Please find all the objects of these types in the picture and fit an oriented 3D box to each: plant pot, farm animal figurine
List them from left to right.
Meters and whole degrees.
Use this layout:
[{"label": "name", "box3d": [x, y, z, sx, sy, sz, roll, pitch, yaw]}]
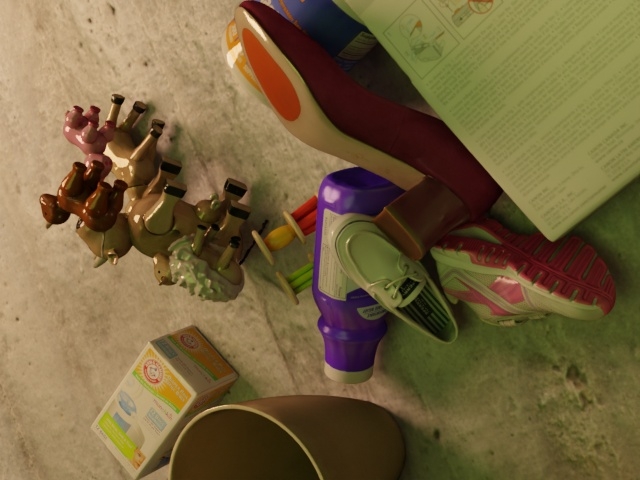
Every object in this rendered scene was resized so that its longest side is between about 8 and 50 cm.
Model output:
[{"label": "farm animal figurine", "box3d": [-0.243, -0.039, 1.802, 0.327, 0.330, 0.172, 26, 114, -5]}, {"label": "plant pot", "box3d": [-0.011, 0.303, 1.680, 0.256, 0.274, 0.256, 8, 103, 35]}]

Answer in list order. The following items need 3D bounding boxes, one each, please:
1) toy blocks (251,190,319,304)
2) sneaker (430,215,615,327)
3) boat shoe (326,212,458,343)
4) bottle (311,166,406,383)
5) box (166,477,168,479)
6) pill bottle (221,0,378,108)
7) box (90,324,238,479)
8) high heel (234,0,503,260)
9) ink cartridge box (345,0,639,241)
[{"label": "toy blocks", "box3d": [0.000, 0.000, 1.722, 0.148, 0.054, 0.123, -32, 114, -5]}, {"label": "sneaker", "box3d": [0.244, 0.051, 1.562, 0.252, 0.103, 0.111, 21, 136, 40]}, {"label": "boat shoe", "box3d": [0.101, 0.047, 1.599, 0.083, 0.226, 0.076, -50, 34, 2]}, {"label": "bottle", "box3d": [0.047, 0.048, 1.679, 0.092, 0.118, 0.283, 28, 121, 44]}, {"label": "box", "box3d": [-0.154, 0.427, 1.938, 0.201, 0.057, 0.293, 42, 120, 20]}, {"label": "pill bottle", "box3d": [0.012, -0.294, 1.607, 0.272, 0.152, 0.152, -41, 77, 34]}, {"label": "box", "box3d": [-0.232, 0.239, 1.919, 0.114, 0.103, 0.203, 47, 122, 16]}, {"label": "high heel", "box3d": [0.064, -0.167, 1.561, 0.377, 0.181, 0.127, 52, 159, -6]}, {"label": "ink cartridge box", "box3d": [0.256, -0.236, 1.455, 0.385, 0.091, 0.308, 50, 122, 3]}]
